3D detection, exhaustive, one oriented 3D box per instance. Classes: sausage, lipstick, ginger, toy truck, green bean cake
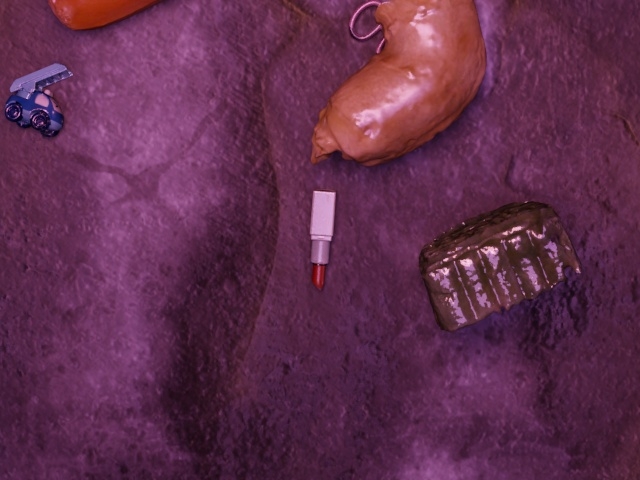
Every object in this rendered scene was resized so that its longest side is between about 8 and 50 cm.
[{"bbox_3d":[-0.198,-0.338,1.260,0.274,0.105,0.105,-25,98,6],"label":"sausage"},{"bbox_3d":[0.001,0.000,1.342,0.030,0.030,0.129,4,99,1],"label":"lipstick"},{"bbox_3d":[0.096,-0.179,1.257,0.152,0.138,0.267,35,94,0],"label":"ginger"},{"bbox_3d":[-0.346,-0.179,1.317,0.073,0.056,0.090,21,87,4],"label":"toy truck"},{"bbox_3d":[0.204,0.022,1.267,0.181,0.173,0.094,-24,96,7],"label":"green bean cake"}]

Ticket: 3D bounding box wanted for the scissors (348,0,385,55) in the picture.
[{"bbox_3d":[0.115,-0.299,1.294,0.085,0.022,0.176,41,101,-9],"label":"scissors"}]
